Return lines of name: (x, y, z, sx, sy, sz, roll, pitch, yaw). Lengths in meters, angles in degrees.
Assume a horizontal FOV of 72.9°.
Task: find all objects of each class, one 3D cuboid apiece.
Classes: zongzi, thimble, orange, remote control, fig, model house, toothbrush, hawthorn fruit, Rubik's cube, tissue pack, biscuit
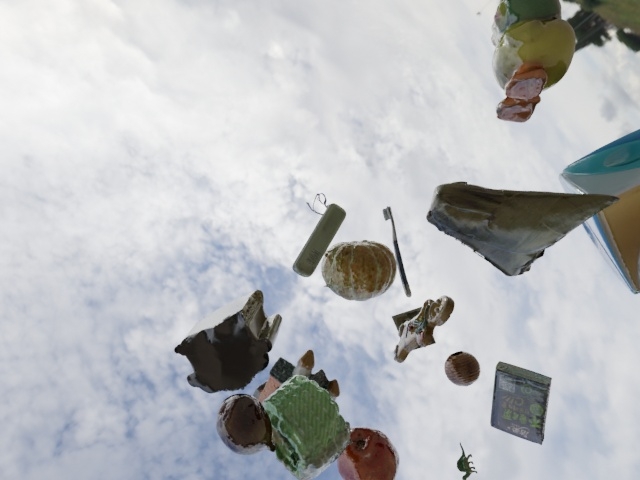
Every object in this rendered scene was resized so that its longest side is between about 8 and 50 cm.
zongzi: (0.465, -0.084, 1.068, 0.323, 0.360, 0.160, 29, -118, -2)
thimble: (-0.040, 0.439, 1.010, 0.150, 0.219, 0.219, -33, -95, -32)
orange: (0.164, 0.124, 1.860, 0.329, 0.329, 0.249, -4, -79, -41)
remote control: (-0.001, -0.001, 1.664, 0.090, 0.038, 0.309, 32, -96, -23)
fig: (-0.144, 0.387, 0.893, 0.155, 0.103, 0.109, 44, -135, -27)
model house: (-0.058, 0.497, 1.499, 0.271, 0.300, 0.190, 29, -161, 26)
toothbrush: (0.197, 0.022, 1.128, 0.024, 0.026, 0.288, 39, -146, -45)
hawthorn fruit: (0.126, 0.603, 1.189, 0.189, 0.189, 0.189, 21, -129, -28)
Rubik's cube: (0.942, -0.100, 1.225, 0.352, 0.347, 0.351, 55, -156, -12)
tissue pack: (0.672, 0.545, 1.459, 0.073, 0.173, 0.235, -23, -65, -50)
biscuit: (0.344, 0.282, 1.467, 0.049, 0.301, 0.197, 29, -137, -8)

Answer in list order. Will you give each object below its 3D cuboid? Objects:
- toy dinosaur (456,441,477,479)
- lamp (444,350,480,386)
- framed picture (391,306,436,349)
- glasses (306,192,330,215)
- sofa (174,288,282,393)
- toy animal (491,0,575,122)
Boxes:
toy dinosaur: (0.490, 0.754, 1.476, 0.060, 0.029, 0.119, -15, -115, -1)
lamp: (0.551, 0.499, 1.683, 0.136, 0.136, 0.136, 21, -129, -28)
framed picture: (0.407, 0.389, 1.880, 0.010, 0.136, 0.201, -84, -28, -66)
glasses: (-0.013, -0.143, 1.890, 0.104, 0.062, 0.140, -21, -114, -30)
sofa: (-0.236, 0.284, 1.199, 0.182, 0.258, 0.200, 60, -169, -11)
toy animal: (0.545, -0.498, 1.119, 0.216, 0.191, 0.338, 54, -141, -67)
